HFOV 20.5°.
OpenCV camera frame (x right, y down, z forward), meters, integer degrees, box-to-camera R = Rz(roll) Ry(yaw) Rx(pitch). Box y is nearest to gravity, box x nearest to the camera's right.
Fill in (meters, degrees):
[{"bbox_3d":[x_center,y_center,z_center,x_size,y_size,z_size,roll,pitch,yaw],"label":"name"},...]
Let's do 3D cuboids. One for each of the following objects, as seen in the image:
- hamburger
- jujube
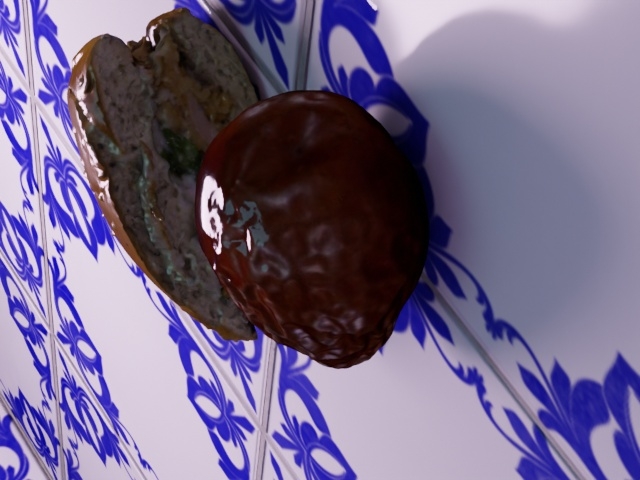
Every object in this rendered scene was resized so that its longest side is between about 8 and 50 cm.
[{"bbox_3d":[-0.119,-0.051,1.455,0.156,0.144,0.283,16,130,63],"label":"hamburger"},{"bbox_3d":[0.000,0.000,1.248,0.168,0.168,0.236,49,169,33],"label":"jujube"}]
